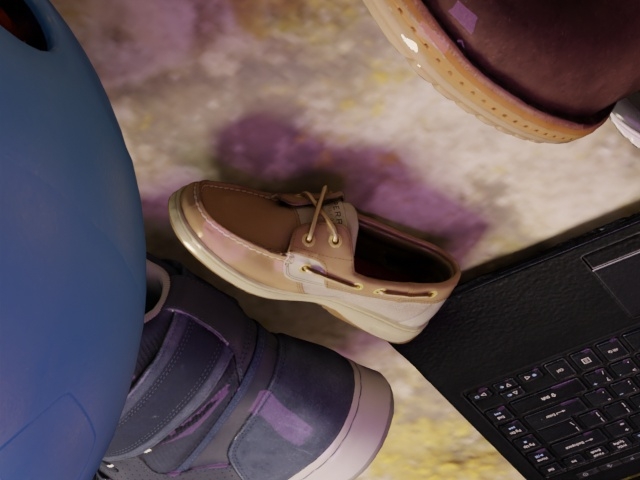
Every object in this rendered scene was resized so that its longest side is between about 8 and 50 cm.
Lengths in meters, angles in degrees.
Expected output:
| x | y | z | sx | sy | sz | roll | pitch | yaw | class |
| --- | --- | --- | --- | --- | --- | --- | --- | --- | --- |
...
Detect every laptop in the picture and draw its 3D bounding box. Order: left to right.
| x | y | z | sx | sy | sz | roll | pitch | yaw | class |
| --- | --- | --- | --- | --- | --- | --- | --- | --- | --- |
| 0.192 | 0.113 | 0.864 | 0.234 | 0.136 | 0.264 | -24 | 133 | 24 | laptop |

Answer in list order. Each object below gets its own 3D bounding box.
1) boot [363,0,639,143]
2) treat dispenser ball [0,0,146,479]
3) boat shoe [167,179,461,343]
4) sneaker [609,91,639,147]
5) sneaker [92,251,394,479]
| x | y | z | sx | sy | sz | roll | pitch | yaw | class |
| --- | --- | --- | --- | --- | --- | --- | --- | --- | --- |
| 0.140 | -0.123 | 0.588 | 0.207 | 0.090 | 0.248 | -42 | 158 | 32 | boot |
| -0.202 | 0.010 | 0.641 | 0.288 | 0.288 | 0.288 | 0 | 138 | 0 | treat dispenser ball |
| 0.000 | 0.000 | 0.810 | 0.135 | 0.050 | 0.045 | 21 | 131 | -34 | boat shoe |
| 0.149 | -0.050 | 0.767 | 0.083 | 0.031 | 0.035 | 16 | 122 | -23 | sneaker |
| -0.102 | 0.086 | 0.873 | 0.163 | 0.086 | 0.226 | 30 | 129 | -30 | sneaker |
